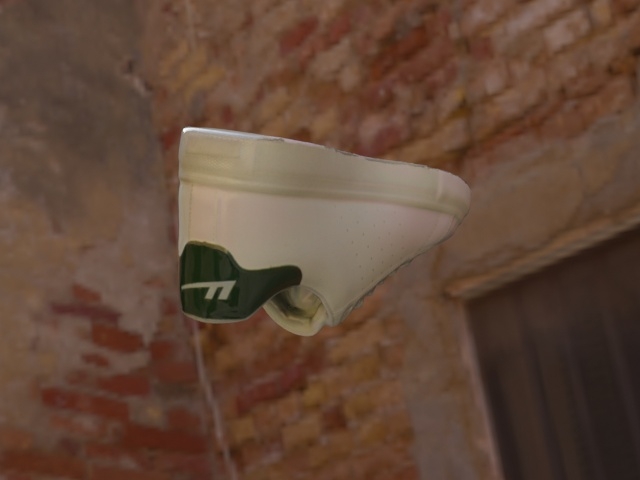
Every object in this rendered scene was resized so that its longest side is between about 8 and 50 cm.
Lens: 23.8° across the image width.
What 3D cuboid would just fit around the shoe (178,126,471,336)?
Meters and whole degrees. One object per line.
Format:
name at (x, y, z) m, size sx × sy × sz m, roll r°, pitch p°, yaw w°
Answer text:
shoe at (0.000, 0.000, 0.880) m, size 0.095 × 0.110 × 0.265 m, roll 9°, pitch -1°, yaw 33°
